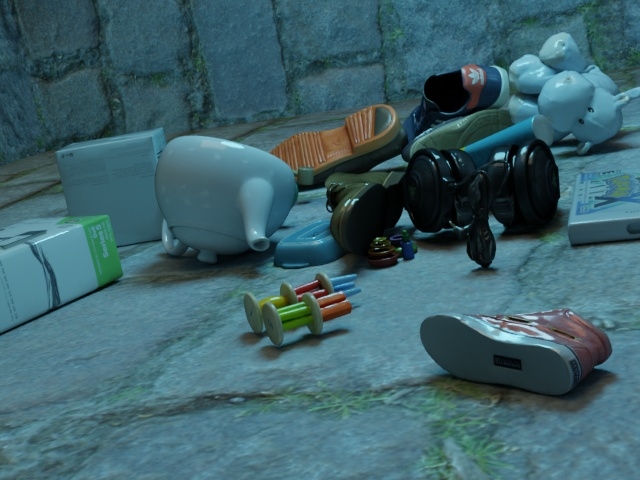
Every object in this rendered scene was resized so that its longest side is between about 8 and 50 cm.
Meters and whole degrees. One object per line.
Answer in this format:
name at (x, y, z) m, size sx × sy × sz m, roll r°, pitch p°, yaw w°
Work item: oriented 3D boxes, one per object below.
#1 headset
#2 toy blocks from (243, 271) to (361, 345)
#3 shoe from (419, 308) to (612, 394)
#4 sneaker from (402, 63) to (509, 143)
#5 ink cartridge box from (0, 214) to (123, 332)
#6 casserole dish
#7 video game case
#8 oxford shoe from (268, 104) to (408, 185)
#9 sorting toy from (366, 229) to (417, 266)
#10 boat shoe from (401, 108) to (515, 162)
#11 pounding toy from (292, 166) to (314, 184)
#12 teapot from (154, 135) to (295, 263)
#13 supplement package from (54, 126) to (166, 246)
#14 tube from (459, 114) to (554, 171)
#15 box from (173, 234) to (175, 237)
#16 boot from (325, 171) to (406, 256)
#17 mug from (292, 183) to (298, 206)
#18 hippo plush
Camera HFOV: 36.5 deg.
headset at (0.244, -0.054, 1.467) m, size 0.243 × 0.185 × 0.394 m, roll -4°, pitch -1°, yaw 9°
toy blocks at (-0.006, 0.077, 1.186) m, size 0.148 × 0.054 × 0.123 m, roll -15°, pitch 13°, yaw -21°
shoe at (0.186, 0.099, 0.934) m, size 0.081 × 0.063 × 0.178 m, roll -20°, pitch 21°, yaw -41°
sneaker at (0.267, -0.311, 2.231) m, size 0.148 × 0.131 × 0.350 m, roll 4°, pitch -23°, yaw -34°
ink cartridge box at (-0.486, 0.050, 1.539) m, size 0.198 × 0.114 × 0.273 m, roll -1°, pitch 16°, yaw 34°
casserole dish at (0.000, 0.000, 1.550) m, size 0.114 × 0.037 × 0.188 m, roll -3°, pitch 16°, yaw 31°
video game case at (0.523, -0.067, 1.424) m, size 0.300 × 0.036 × 0.329 m, roll -6°, pitch 13°, yaw 18°
oxford shoe at (0.025, -0.174, 2.165) m, size 0.364 × 0.133 × 0.130 m, roll -18°, pitch 54°, yaw 19°
sorting toy at (0.107, 0.006, 1.424) m, size 0.061 × 0.042 × 0.102 m, roll -2°, pitch 15°, yaw 33°
boat shoe at (0.305, -0.228, 2.146) m, size 0.285 × 0.103 × 0.092 m, roll -23°, pitch 22°, yaw -23°
pounding toy at (-0.116, -0.101, 1.971) m, size 0.206 × 0.094 × 0.181 m, roll 0°, pitch 8°, yaw 2°
teapot at (-0.172, -0.053, 1.616) m, size 0.252 × 0.187 × 0.256 m, roll 11°, pitch -10°, yaw 10°
supplement package at (-0.395, -0.103, 1.927) m, size 0.194 × 0.203 × 0.149 m, roll -9°, pitch 12°, yaw 2°
tube at (0.285, -0.145, 1.586) m, size 0.080 × 0.052 × 0.207 m, roll 30°, pitch -32°, yaw -29°
box at (-0.258, -0.083, 1.964) m, size 0.060 × 0.100 × 0.244 m, roll -8°, pitch 13°, yaw 4°
boot at (0.049, -0.049, 1.500) m, size 0.115 × 0.112 × 0.305 m, roll 11°, pitch 16°, yaw 13°
mug at (-0.125, -0.068, 1.800) m, size 0.129 × 0.097 × 0.158 m, roll -16°, pitch 15°, yaw -26°
hippo plush at (0.525, -0.262, 2.017) m, size 0.294 × 0.234 × 0.236 m, roll 29°, pitch 31°, yaw -11°
